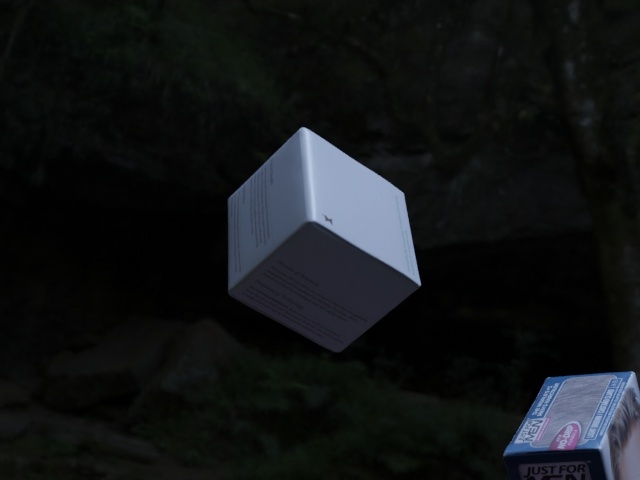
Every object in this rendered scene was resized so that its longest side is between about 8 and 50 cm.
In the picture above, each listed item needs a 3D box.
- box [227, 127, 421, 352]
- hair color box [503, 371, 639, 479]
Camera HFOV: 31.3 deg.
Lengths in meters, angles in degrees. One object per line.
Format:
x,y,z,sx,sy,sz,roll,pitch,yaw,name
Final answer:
0.000,0.000,0.783,0.102,0.101,0.087,30,-57,-28,box
0.306,0.333,1.212,0.105,0.347,0.174,-10,16,29,hair color box
